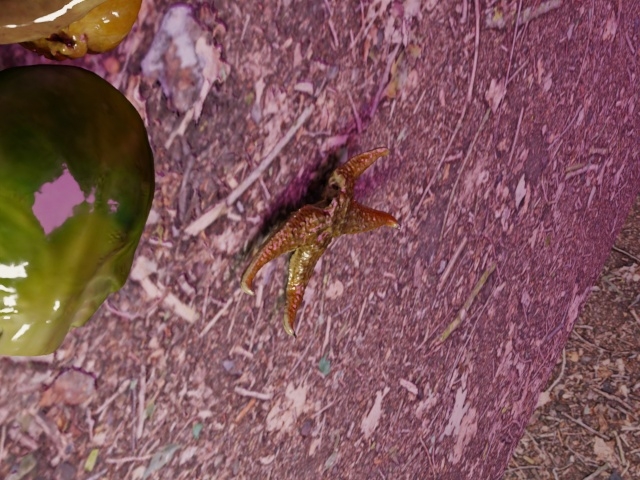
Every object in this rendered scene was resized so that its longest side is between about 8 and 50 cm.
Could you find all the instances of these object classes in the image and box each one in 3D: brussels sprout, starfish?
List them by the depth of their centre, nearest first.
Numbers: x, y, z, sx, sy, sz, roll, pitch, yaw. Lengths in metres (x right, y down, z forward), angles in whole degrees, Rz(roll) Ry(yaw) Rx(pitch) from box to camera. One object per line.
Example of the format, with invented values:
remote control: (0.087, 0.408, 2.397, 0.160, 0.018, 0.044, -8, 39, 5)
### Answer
brussels sprout: (-0.181, -0.021, 0.584, 0.161, 0.143, 0.181, 165, -58, -78)
starfish: (-0.001, 0.000, 1.006, 0.247, 0.050, 0.138, -42, 142, -30)

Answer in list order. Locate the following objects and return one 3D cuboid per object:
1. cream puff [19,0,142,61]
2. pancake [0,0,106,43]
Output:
cream puff: (-0.160, -0.176, 0.541, 0.103, 0.126, 0.144, -7, 111, -33)
pancake: (-0.170, -0.202, 0.426, 0.031, 0.250, 0.250, -95, 180, -53)
